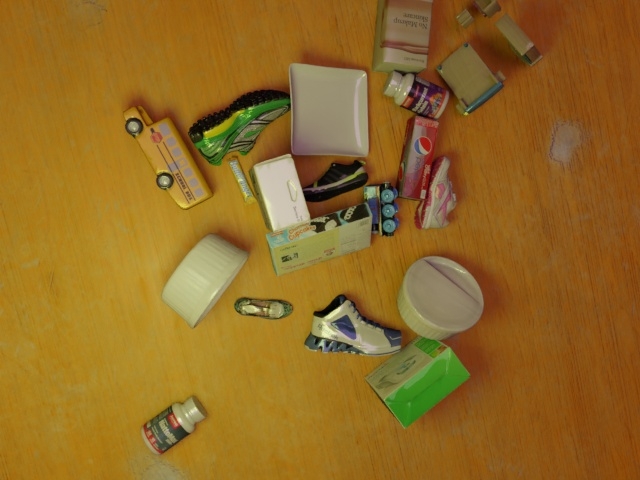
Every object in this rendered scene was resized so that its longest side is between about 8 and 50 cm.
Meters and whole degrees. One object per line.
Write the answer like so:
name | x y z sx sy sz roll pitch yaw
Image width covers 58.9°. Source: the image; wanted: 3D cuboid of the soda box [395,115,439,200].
soda box | 0.311 -0.263 1.841 0.084 0.092 0.263 10 92 -9

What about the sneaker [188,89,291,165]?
sneaker | -0.229 -0.354 1.744 0.344 0.134 0.146 -31 127 -11

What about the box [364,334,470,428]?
box | 0.303 0.438 1.811 0.262 0.231 0.126 -36 100 -6

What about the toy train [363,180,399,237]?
toy train | 0.195 -0.099 1.831 0.105 0.080 0.183 0 102 21

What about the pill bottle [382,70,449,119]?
pill bottle | 0.303 -0.469 1.820 0.194 0.108 0.108 21 90 -10

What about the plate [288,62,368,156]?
plate | 0.023 -0.402 1.777 0.278 0.045 0.277 -3 94 -28

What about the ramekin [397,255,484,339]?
ramekin | 0.371 0.193 1.810 0.273 0.127 0.272 9 54 -13

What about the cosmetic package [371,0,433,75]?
cosmetic package | 0.261 -0.686 1.789 0.153 0.129 0.295 3 93 -11

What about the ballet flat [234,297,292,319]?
ballet flat | -0.180 0.221 1.800 0.189 0.070 0.070 3 93 -10

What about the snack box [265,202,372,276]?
snack box | 0.000 0.000 1.759 0.322 0.187 0.060 -18 60 -9

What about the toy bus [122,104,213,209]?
toy bus | -0.458 -0.251 1.701 0.130 0.108 0.332 -29 98 -7

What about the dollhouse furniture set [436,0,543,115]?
dollhouse furniture set | 0.522 -0.601 1.874 0.303 0.198 0.286 -40 76 25

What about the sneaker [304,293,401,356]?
sneaker | 0.110 0.267 1.820 0.316 0.127 0.182 3 95 -8

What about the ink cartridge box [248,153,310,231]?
ink cartridge box | -0.127 -0.137 1.682 0.115 0.273 0.198 -18 96 -8

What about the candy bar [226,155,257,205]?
candy bar | -0.250 -0.189 1.787 0.040 0.018 0.161 -24 98 -8

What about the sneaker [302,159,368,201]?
sneaker | 0.039 -0.196 1.820 0.235 0.084 0.097 -17 72 -9

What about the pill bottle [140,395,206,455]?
pill bottle | -0.450 0.566 1.752 0.180 0.108 0.107 -35 98 -6

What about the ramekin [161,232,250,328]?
ramekin | -0.342 0.110 1.666 0.135 0.277 0.277 36 87 -1

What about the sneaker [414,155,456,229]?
sneaker | 0.392 -0.152 1.865 0.111 0.103 0.252 11 98 -14
